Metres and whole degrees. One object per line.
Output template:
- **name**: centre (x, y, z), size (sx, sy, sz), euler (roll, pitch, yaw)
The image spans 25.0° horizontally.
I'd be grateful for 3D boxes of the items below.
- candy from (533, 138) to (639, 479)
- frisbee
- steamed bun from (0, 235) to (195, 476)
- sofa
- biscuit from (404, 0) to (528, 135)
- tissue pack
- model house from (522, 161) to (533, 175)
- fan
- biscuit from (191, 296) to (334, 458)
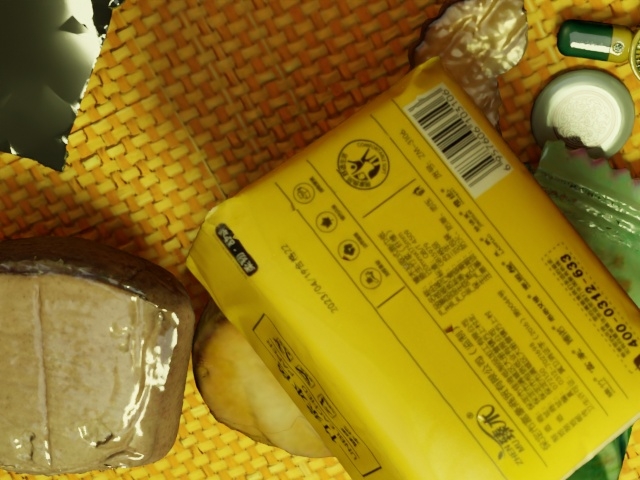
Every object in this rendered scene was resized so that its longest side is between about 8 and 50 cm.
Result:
- **candy**: centre (0.282, 0.118, 1.542), size (0.263, 0.172, 0.398), euler (19, 100, -22)
- **frisbee**: centre (0.277, -0.128, 1.523), size (0.110, 0.014, 0.110), euler (1, 114, 3)
- **steamed bun**: centre (-0.281, 0.115, 1.577), size (0.301, 0.199, 0.251), euler (8, 99, 7)
- **sofa**: centre (-0.326, -0.220, 1.467), size (0.200, 0.182, 0.258), euler (14, 116, -22)
- **biscuit**: centre (0.147, -0.181, 1.484), size (0.118, 0.061, 0.183), euler (14, 112, -1)
- **tissue pack**: centre (0.102, 0.069, 1.354), size (0.293, 0.228, 0.382), euler (-36, 83, -18)
- **model house**: centre (0.185, -0.044, 1.551), size (0.083, 0.066, 0.079), euler (-7, 104, -12)
- **fan**: centre (0.318, -0.201, 1.474), size (0.155, 0.039, 0.082), euler (9, 115, 2)
- **biscuit**: centre (0.005, 0.124, 1.586), size (0.296, 0.102, 0.296), euler (2, 133, 2)
